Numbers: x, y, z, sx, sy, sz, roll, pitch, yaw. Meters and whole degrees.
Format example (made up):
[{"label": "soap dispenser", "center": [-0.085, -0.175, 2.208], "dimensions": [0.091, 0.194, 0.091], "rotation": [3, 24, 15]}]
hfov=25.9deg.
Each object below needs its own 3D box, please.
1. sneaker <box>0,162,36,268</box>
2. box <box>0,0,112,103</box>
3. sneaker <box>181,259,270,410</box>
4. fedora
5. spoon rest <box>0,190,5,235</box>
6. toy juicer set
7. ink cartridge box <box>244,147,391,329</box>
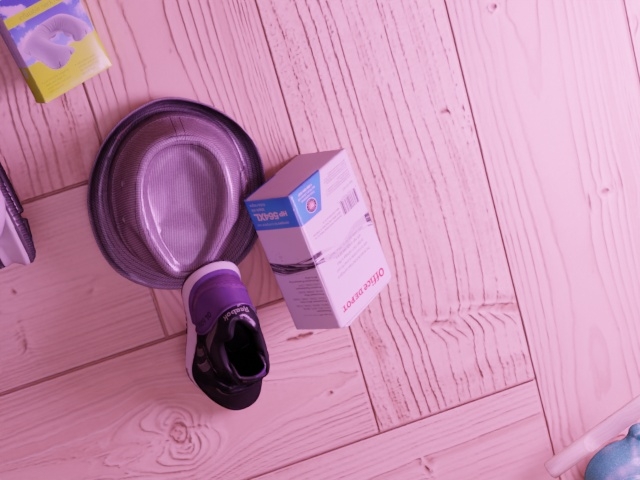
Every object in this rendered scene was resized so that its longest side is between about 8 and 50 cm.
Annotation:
[{"label": "sneaker", "center": [-0.552, -0.119, 1.715], "dimensions": [0.257, 0.169, 0.448], "rotation": [-24, 112, -6]}, {"label": "box", "center": [-0.351, -0.276, 1.762], "dimensions": [0.109, 0.042, 0.178], "rotation": [-35, 112, -23]}, {"label": "sneaker", "center": [-0.119, 0.164, 1.869], "dimensions": [0.107, 0.124, 0.283], "rotation": [-24, 141, -13]}, {"label": "fedora", "center": [-0.184, -0.046, 1.841], "dimensions": [0.243, 0.124, 0.276], "rotation": [2, 106, -12]}, {"label": "spoon rest", "center": [-0.454, 0.030, 1.714], "dimensions": [0.137, 0.084, 0.276], "rotation": [-3, 110, -11]}, {"label": "toy juicer set", "center": [0.437, 0.374, 2.130], "dimensions": [0.209, 0.089, 0.329], "rotation": [-21, 119, 8]}, {"label": "ink cartridge box", "center": [0.000, 0.000, 1.877], "dimensions": [0.085, 0.148, 0.203], "rotation": [-5, 115, 37]}]
